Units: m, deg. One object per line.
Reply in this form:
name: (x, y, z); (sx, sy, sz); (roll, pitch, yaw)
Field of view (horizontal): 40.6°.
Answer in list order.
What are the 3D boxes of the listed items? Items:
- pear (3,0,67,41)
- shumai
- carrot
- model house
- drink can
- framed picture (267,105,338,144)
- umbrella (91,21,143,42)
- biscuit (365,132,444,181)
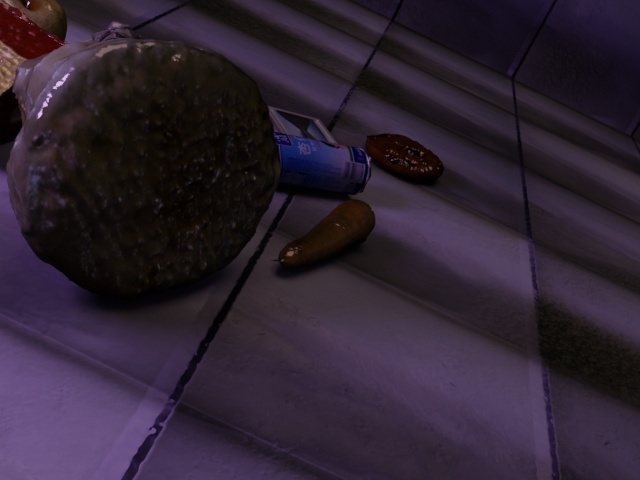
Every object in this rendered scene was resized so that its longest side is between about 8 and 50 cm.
pear: (-0.531, -0.369, 1.512); (0.167, 0.136, 0.167); (24, 27, -13)
shumai: (-0.275, -0.126, 1.153); (0.323, 0.324, 0.397); (27, 16, 38)
carrot: (0.000, 0.000, 1.393); (0.078, 0.078, 0.298); (35, 30, 17)
model house: (-0.509, -0.245, 1.250); (0.196, 0.160, 0.254); (34, 23, -2)
drink can: (-0.024, -0.142, 1.598); (0.235, 0.097, 0.097); (5, 33, -35)
framed picture: (-0.028, -0.218, 1.824); (0.150, 0.015, 0.203); (10, 30, -31)
umbrella: (-0.360, -0.272, 1.527); (0.106, 0.113, 0.358); (-6, 37, -3)
biscuit: (0.190, -0.191, 1.936); (0.192, 0.049, 0.192); (21, 22, -9)
